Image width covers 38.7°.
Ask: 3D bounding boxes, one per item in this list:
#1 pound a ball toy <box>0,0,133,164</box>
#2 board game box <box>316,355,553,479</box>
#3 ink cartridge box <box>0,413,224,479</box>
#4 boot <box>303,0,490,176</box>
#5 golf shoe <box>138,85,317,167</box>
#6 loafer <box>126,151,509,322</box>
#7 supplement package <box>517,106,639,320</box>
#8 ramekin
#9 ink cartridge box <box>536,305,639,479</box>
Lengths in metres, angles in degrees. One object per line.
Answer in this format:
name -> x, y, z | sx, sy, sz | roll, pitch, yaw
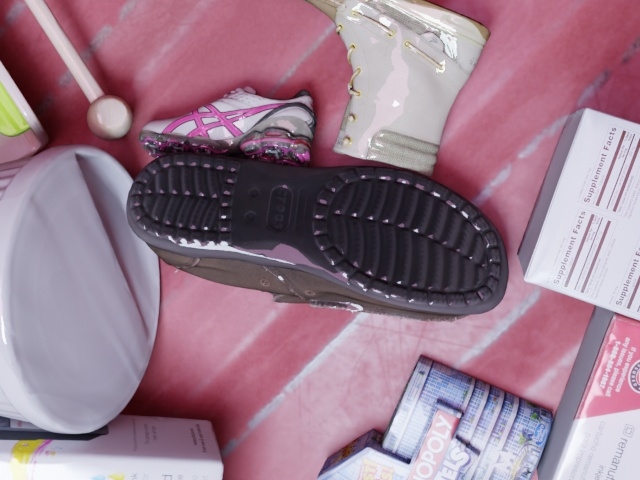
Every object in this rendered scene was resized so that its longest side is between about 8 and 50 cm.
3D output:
pound a ball toy -> -0.361, -0.190, 0.942 | 0.208, 0.136, 0.319 | -34, 89, -13
board game box -> 0.106, 0.227, 0.917 | 0.194, 0.060, 0.194 | 22, 100, 7
ink cartridge box -> -0.259, 0.286, 0.869 | 0.306, 0.131, 0.226 | 6, 97, -15
boot -> 0.036, -0.165, 0.879 | 0.213, 0.077, 0.165 | 21, 102, 4
golf shoe -> -0.093, -0.113, 0.923 | 0.186, 0.067, 0.085 | 2, 65, 15
loafer -> 0.000, 0.000, 0.894 | 0.366, 0.130, 0.133 | 14, 67, 4
supplement package -> 0.292, -0.011, 0.785 | 0.203, 0.194, 0.149 | 20, 99, 9
ramekin -> -0.268, 0.045, 0.866 | 0.127, 0.273, 0.272 | -1, 96, 18
ink cartridge box -> 0.363, 0.190, 0.835 | 0.273, 0.114, 0.196 | 18, 99, 8
